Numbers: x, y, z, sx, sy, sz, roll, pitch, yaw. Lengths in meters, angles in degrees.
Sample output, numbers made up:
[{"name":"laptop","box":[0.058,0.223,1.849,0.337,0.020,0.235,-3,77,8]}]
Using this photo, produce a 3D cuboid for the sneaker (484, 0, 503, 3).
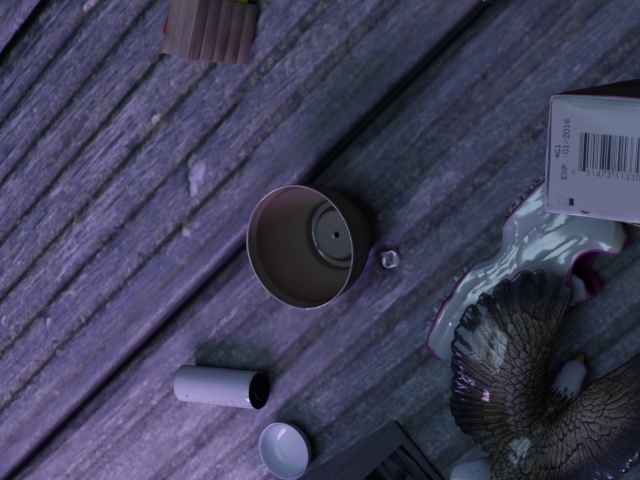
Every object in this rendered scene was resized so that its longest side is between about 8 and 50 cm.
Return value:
[{"name":"sneaker","box":[0.215,-0.378,1.575,0.081,0.094,0.208,25,97,-16]}]

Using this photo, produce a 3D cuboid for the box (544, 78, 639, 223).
[{"name":"box","box":[0.352,-0.100,1.452,0.149,0.232,0.126,8,104,31]}]

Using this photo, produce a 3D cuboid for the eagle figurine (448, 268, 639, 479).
[{"name":"eagle figurine","box":[0.263,0.200,1.587,0.226,0.298,0.225,-2,57,2]}]

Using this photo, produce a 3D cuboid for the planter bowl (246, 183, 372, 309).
[{"name":"planter bowl","box":[0.000,0.000,1.775,0.162,0.109,0.162,7,104,31]}]

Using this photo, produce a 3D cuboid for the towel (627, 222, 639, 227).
[{"name":"towel","box":[0.419,0.002,1.484,0.237,0.102,0.021,21,107,15]}]

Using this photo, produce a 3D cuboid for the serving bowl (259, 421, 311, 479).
[{"name":"serving bowl","box":[-0.045,0.292,1.917,0.083,0.027,0.083,8,105,31]}]

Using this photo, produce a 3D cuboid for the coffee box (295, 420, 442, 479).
[{"name":"coffee box","box":[0.016,0.498,1.736,0.334,0.338,0.337,50,122,13]}]

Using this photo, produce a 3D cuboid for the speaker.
[{"name":"speaker","box":[-0.140,0.209,1.944,0.136,0.055,0.055,1,101,33]}]

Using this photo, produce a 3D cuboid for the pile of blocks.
[{"name":"pile of blocks","box":[-0.173,-0.400,1.776,0.113,0.149,0.362,22,130,44]}]

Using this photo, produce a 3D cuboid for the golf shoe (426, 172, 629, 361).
[{"name":"golf shoe","box":[0.243,0.056,1.633,0.140,0.115,0.306,43,121,14]}]
